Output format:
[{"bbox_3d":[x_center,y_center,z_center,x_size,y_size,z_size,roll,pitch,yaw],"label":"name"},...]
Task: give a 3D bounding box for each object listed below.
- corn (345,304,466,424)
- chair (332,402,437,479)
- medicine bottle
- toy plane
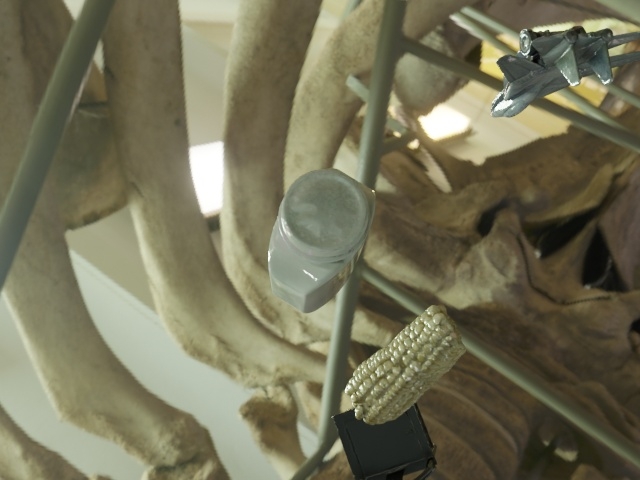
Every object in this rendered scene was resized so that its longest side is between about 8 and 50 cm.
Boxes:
[{"bbox_3d":[0.114,0.156,0.939,0.087,0.211,0.087,26,-142,-22],"label":"corn"},{"bbox_3d":[0.110,0.343,1.269,0.260,0.155,0.141,34,-145,-78],"label":"chair"},{"bbox_3d":[0.000,0.000,1.075,0.124,0.179,0.324,33,168,4],"label":"medicine bottle"},{"bbox_3d":[0.280,-0.218,0.968,0.212,0.088,0.267,-6,180,-12],"label":"toy plane"}]
